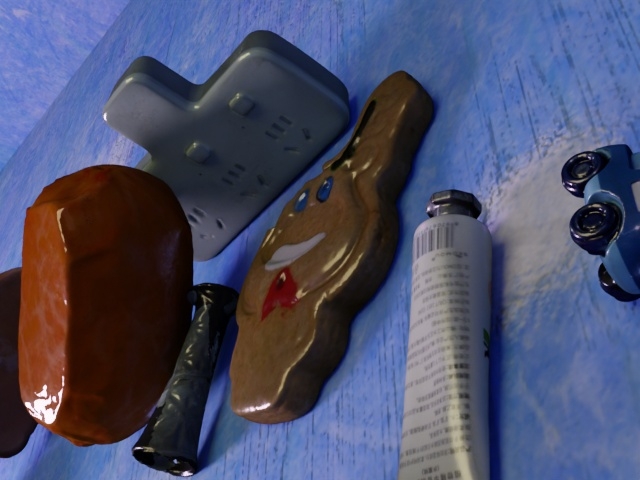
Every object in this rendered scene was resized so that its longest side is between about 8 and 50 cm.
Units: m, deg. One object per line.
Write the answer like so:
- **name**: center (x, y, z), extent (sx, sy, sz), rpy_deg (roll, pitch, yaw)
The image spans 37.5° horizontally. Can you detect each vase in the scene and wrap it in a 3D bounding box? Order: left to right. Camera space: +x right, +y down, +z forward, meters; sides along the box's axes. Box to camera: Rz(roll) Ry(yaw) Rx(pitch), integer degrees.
- **vase**: center (-0.114, 0.121, 0.842), extent (0.059, 0.059, 0.167), rpy_deg (-26, 40, 49)

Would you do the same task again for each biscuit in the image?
- **biscuit**: center (0.004, -0.003, 0.784), extent (0.319, 0.047, 0.183), rpy_deg (-59, 28, -5)

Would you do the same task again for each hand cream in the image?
- **hand cream**: center (0.076, 0.073, 0.572), extent (0.080, 0.050, 0.233), rpy_deg (-29, 43, 45)

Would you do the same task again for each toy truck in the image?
- **toy truck**: center (0.167, 0.005, 0.465), extent (0.074, 0.063, 0.136), rpy_deg (-20, 45, 25)

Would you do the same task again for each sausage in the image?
- **sausage**: center (-0.205, 0.061, 0.898), extent (0.153, 0.141, 0.267), rpy_deg (9, 97, 47)

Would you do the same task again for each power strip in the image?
- **power strip**: center (-0.119, -0.102, 0.939), extent (0.265, 0.194, 0.059), rpy_deg (-43, 27, 32)

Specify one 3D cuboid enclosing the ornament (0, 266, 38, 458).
- **ornament**: center (-0.448, 0.160, 1.240), extent (0.218, 0.221, 0.235), rpy_deg (-14, 77, 61)
